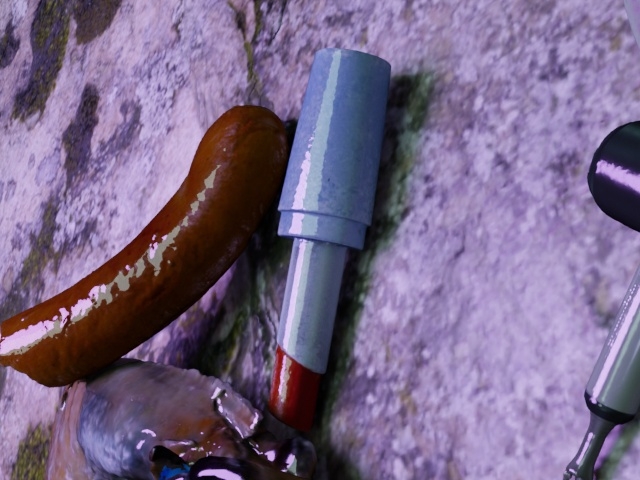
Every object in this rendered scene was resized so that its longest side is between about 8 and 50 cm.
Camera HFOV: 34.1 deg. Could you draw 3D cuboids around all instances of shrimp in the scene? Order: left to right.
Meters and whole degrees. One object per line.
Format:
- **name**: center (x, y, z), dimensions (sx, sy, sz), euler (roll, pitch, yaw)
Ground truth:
- **shrimp**: center (-0.133, 0.198, 0.810), dimensions (0.446, 0.110, 0.221), euler (-14, 66, 57)

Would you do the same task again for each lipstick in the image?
- **lipstick**: center (0.000, 0.000, 0.762), dimensions (0.068, 0.061, 0.274), euler (8, 85, 31)

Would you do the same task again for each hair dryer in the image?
- **hair dryer**: center (0.163, 0.041, 0.543), dimensions (0.100, 0.057, 0.197), euler (35, 108, 55)

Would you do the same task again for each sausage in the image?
- **sausage**: center (-0.134, 0.013, 0.860), dimensions (0.302, 0.076, 0.103), euler (-42, 69, 1)

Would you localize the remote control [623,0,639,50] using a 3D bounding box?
- **remote control**: center (0.292, -0.187, 0.474), dimensions (0.344, 0.050, 0.145), euler (-36, 48, 37)
